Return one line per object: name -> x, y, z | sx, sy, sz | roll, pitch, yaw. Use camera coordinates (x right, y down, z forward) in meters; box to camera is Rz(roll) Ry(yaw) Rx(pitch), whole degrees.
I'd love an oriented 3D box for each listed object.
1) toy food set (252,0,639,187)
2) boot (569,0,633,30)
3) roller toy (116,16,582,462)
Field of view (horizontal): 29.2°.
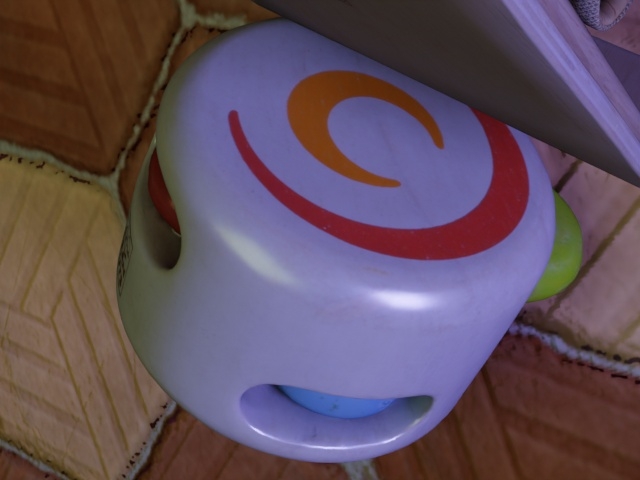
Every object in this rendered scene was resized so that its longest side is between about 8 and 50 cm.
toy food set -> 0.024, -0.126, 0.424 | 0.219, 0.306, 0.092 | 31, 92, 30
boot -> 0.088, -0.240, 0.519 | 0.203, 0.095, 0.262 | 34, 125, 30
roller toy -> 0.000, 0.000, 0.595 | 0.209, 0.191, 0.146 | 39, 135, 14
